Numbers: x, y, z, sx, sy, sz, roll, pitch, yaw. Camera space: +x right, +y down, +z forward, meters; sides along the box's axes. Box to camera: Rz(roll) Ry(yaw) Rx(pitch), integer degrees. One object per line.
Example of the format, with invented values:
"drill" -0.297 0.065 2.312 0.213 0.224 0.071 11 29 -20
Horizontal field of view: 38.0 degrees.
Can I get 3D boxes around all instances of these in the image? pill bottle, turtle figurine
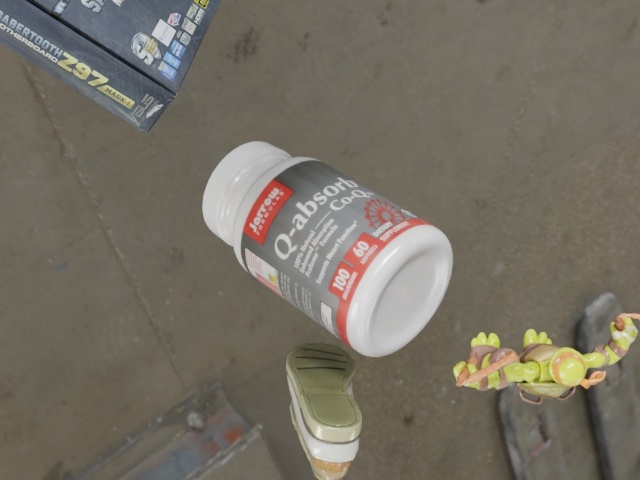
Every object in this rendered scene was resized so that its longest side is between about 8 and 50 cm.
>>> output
"pill bottle" 0.000 0.000 1.401 0.210 0.363 0.210 -32 138 -33
"turtle figurine" 0.271 0.142 1.086 0.270 0.217 0.087 -16 89 -8

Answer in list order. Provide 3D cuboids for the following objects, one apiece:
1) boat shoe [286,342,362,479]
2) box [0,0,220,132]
"boat shoe" 0.000 0.251 1.408 0.113 0.302 0.103 6 108 -4
"box" -0.174 -0.224 0.764 0.183 0.232 0.059 32 136 -18
